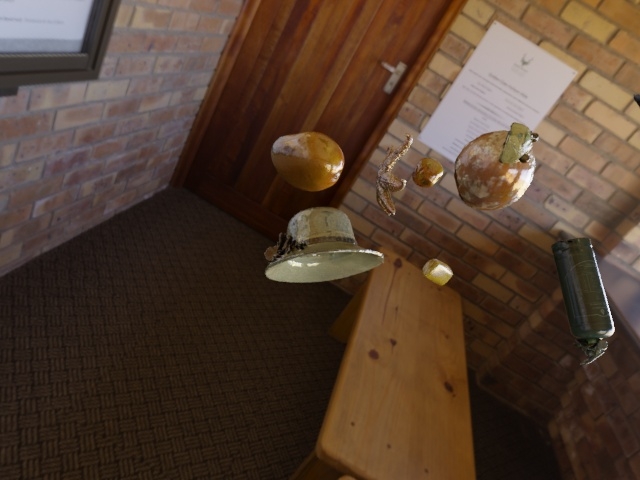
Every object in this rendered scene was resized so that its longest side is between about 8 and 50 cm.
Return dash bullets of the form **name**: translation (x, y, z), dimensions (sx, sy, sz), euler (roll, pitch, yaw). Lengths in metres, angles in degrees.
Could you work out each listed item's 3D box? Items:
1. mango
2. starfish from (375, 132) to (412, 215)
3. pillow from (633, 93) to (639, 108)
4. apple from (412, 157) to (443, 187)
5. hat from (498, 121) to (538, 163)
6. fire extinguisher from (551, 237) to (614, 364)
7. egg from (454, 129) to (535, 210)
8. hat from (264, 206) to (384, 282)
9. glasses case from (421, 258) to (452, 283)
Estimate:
- **mango**: translation (-0.037, -0.200, 1.157), dimensions (0.221, 0.151, 0.120), euler (5, 32, 46)
- **starfish**: translation (0.246, -0.215, 1.631), dimensions (0.094, 0.327, 0.375), euler (9, 58, -2)
- **pillow**: translation (0.990, -0.380, 1.332), dimensions (0.150, 0.048, 0.090), euler (55, -10, 0)
- **apple**: translation (0.403, -0.254, 1.708), dimensions (0.102, 0.114, 0.099), euler (32, -17, 17)
- **hat**: translation (0.393, -0.190, 0.901), dimensions (0.059, 0.076, 0.077), euler (21, 54, 25)
- **fire extinguisher**: translation (0.656, 0.149, 1.137), dimensions (0.114, 0.095, 0.311), euler (1, 70, -14)
- **egg**: translation (0.440, -0.179, 1.162), dimensions (0.195, 0.233, 0.195), euler (0, 66, 1)
- **hat**: translation (0.000, 0.000, 0.964), dimensions (0.257, 0.257, 0.130), euler (8, 67, -41)
- **glasses case**: translation (0.421, 0.113, 1.626), dimensions (0.064, 0.079, 0.234), euler (41, 8, 30)
